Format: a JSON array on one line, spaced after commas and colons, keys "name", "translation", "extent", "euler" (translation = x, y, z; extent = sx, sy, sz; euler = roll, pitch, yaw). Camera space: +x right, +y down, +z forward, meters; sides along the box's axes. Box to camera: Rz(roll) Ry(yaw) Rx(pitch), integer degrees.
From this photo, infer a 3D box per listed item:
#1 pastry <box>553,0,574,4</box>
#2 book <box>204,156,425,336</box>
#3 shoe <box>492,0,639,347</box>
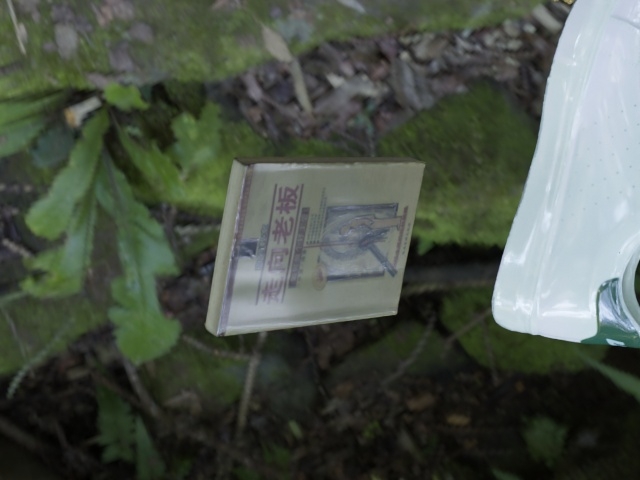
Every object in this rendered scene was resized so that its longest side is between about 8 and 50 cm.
[{"name": "pastry", "translation": [0.235, -0.254, 1.223], "extent": [0.154, 0.250, 0.102], "euler": [-8, 100, -13]}, {"name": "book", "translation": [0.000, 0.000, 1.308], "extent": [0.231, 0.026, 0.161], "euler": [-4, 110, -44]}, {"name": "shoe", "translation": [0.195, -0.055, 0.915], "extent": [0.095, 0.110, 0.264], "euler": [-12, 120, -66]}]
